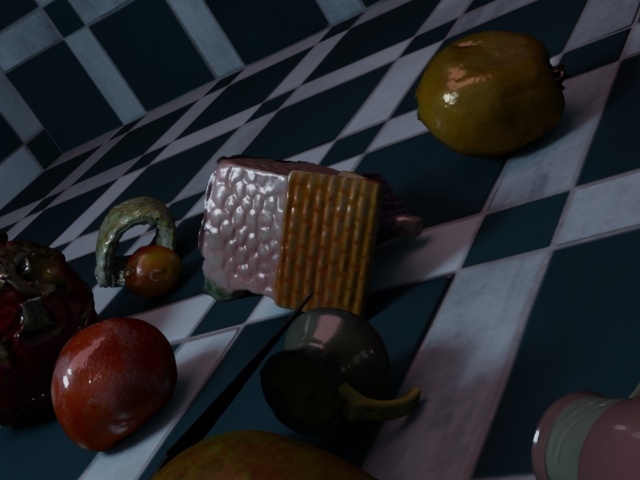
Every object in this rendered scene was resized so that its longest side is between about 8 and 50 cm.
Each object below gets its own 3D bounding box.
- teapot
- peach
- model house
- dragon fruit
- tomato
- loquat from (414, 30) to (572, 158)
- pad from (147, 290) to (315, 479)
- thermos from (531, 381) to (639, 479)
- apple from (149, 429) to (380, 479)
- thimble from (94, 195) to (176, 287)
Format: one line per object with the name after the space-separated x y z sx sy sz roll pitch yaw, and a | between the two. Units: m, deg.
0.021 0.146 1.022 0.165 0.130 0.119 21 30 27 | teapot
-0.299 0.057 1.737 0.100 0.101 0.101 -29 21 12 | peach
0.000 0.000 1.321 0.237 0.202 0.237 13 8 33 | model house
-0.515 0.144 1.569 0.329 0.329 0.329 -29 21 12 | dragon fruit
-0.288 0.193 1.330 0.187 0.151 0.187 -24 25 12 | tomato
0.255 -0.211 1.412 0.234 0.176 0.187 -13 64 3 | loquat
-0.143 0.219 0.963 0.247 0.007 0.368 -47 -6 -48 | pad
0.257 0.154 0.634 0.176 0.146 0.265 -45 17 -14 | thermos
-0.042 0.275 0.739 0.246 0.246 0.226 -10 49 46 | apple
-0.366 0.007 1.885 0.190 0.137 0.143 -48 23 2 | thimble
